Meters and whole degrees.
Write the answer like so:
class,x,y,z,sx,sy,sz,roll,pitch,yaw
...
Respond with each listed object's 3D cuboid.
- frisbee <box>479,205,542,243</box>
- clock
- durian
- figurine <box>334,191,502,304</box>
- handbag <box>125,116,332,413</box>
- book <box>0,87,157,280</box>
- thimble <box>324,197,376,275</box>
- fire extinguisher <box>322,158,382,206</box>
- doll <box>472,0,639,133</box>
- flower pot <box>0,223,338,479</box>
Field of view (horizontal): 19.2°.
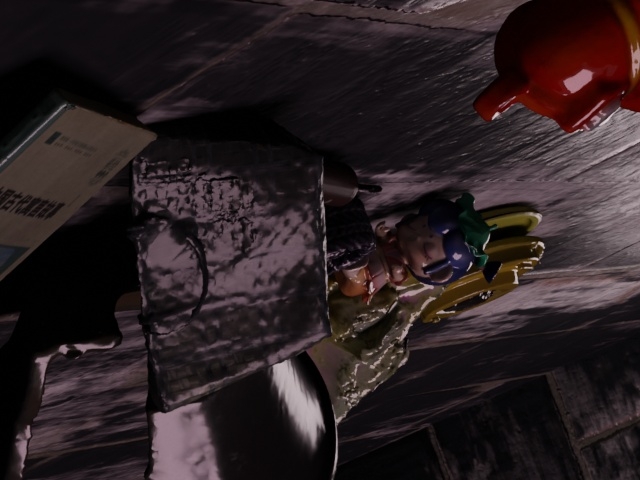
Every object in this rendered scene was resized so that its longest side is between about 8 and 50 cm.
class,x,y,z,sx,sy,sz,roll,pitch,yaw
frisbee,0.165,0.006,2.369,0.236,0.017,0.236,-18,168,-4
clock,0.188,0.059,2.458,0.237,0.057,0.237,-19,168,-4
durian,0.025,0.105,2.234,0.306,0.166,0.172,-47,165,17
figurine,0.103,0.006,2.120,0.195,0.111,0.102,-14,149,-10
handbag,-0.083,0.012,1.612,0.175,0.270,0.088,-17,-151,-27
book,-0.259,-0.002,1.412,0.282,0.025,0.215,-43,170,8
thimble,0.002,-0.001,1.986,0.104,0.066,0.095,-27,167,18
fire extinguisher,-0.008,-0.058,1.792,0.078,0.045,0.157,6,180,26
doll,0.247,-0.181,1.328,0.363,0.160,0.182,-34,172,-22
flower pot,-0.162,0.128,1.819,0.379,0.379,0.251,-16,145,-14
